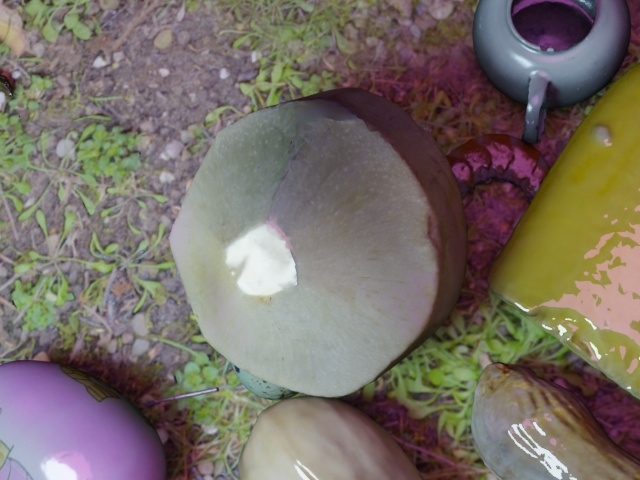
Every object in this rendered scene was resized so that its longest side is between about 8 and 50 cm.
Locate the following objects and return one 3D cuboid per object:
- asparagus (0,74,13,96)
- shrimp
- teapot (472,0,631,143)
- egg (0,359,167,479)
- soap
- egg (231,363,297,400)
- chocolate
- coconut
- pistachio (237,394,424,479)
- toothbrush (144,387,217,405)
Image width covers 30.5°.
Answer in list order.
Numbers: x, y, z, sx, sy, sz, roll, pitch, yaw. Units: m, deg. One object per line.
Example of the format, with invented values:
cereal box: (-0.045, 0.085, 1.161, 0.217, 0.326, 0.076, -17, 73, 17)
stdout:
asparagus: (-0.499, -0.272, 1.634, 0.233, 0.022, 0.023, 41, 44, 16)
shrimp: (0.217, -0.048, 1.465, 0.161, 0.049, 0.166, -30, 84, 1)
teapot: (0.283, -0.261, 1.446, 0.193, 0.129, 0.294, 10, 80, 12)
egg: (-0.311, 0.252, 1.412, 0.271, 0.196, 0.196, 29, 85, 7)
soap: (0.413, -0.035, 1.355, 0.306, 0.115, 0.427, 38, 85, 20)
egg: (-0.064, 0.149, 1.449, 0.110, 0.085, 0.085, 38, 87, 24)
chocolate: (0.284, 0.260, 1.324, 0.134, 0.134, 0.309, -44, 59, -1)
coconut: (0.000, 0.000, 1.333, 0.352, 0.352, 0.352, -2, 79, 9)
pistachio: (0.033, 0.309, 1.351, 0.187, 0.187, 0.299, -44, 80, -1)
toothbrush: (-0.178, 0.199, 1.496, 0.097, 0.008, 0.006, -13, 91, 6)
